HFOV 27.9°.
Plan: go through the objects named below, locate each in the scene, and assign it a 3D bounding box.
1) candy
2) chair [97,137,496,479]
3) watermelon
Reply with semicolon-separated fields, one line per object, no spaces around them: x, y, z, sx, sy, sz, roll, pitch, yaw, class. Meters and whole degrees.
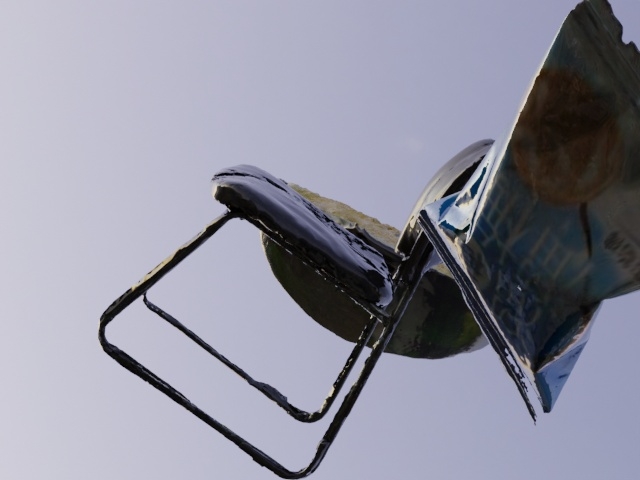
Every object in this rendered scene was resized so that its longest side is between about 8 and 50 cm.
0.078;-0.005;0.411;0.088;0.038;0.136;64;-31;21;candy
0.000;0.000;0.747;0.145;0.221;0.140;37;8;-2;chair
0.059;0.028;1.275;0.301;0.129;0.123;27;-58;8;watermelon
